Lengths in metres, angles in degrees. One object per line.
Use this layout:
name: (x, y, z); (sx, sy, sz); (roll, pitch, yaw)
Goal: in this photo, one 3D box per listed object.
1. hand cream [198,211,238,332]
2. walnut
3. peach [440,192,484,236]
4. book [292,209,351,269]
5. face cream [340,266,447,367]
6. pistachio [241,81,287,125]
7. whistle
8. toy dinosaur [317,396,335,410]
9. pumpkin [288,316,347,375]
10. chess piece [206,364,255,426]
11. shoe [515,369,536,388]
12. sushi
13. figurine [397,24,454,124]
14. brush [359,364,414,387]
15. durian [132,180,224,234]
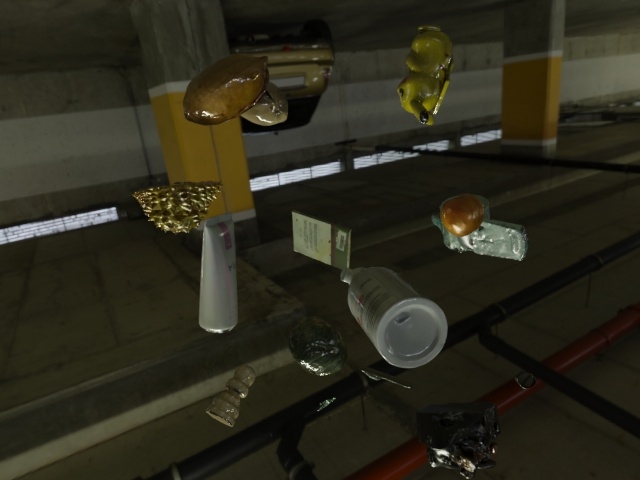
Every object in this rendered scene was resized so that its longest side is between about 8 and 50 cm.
hand cream: (-0.307, 0.099, 1.305); (0.118, 0.358, 0.185); (7, -168, 13)
walnut: (-0.223, -0.359, 1.020); (0.245, 0.137, 0.137); (-27, -164, 10)
peach: (0.448, -0.079, 1.350); (0.138, 0.138, 0.138); (-6, -162, 2)
book: (0.000, 0.000, 1.750); (0.290, 0.201, 0.026); (22, -141, 30)
face cream: (0.137, 0.133, 0.965); (0.146, 0.145, 0.369); (-10, -165, -8)
pistachio: (-0.174, -0.381, 1.177); (0.185, 0.124, 0.124); (28, -148, 22)
whistle: (0.599, -0.042, 1.651); (0.188, 0.168, 0.404); (-20, -151, -6)
toy dinosaur: (0.023, 0.619, 1.629); (0.062, 0.083, 0.021); (-14, -118, -37)
pumpkin: (-0.019, 0.529, 2.172); (0.258, 0.327, 0.291); (-31, -146, 1)
chess piece: (-0.381, 0.679, 1.909); (0.143, 0.142, 0.260); (7, -130, 36)
shoe: (0.872, 0.596, 1.801); (0.179, 0.071, 0.049); (34, -170, -45)
sushi: (0.451, 0.633, 1.372); (0.216, 0.212, 0.227); (-9, 164, 27)
figurine: (0.373, -0.569, 1.517); (0.169, 0.326, 0.218); (20, -171, 18)
brush: (0.222, 0.472, 1.463); (0.191, 0.027, 0.034); (12, -169, 25)
durian: (-0.349, -0.104, 1.067); (0.182, 0.165, 0.132); (17, -142, -45)
